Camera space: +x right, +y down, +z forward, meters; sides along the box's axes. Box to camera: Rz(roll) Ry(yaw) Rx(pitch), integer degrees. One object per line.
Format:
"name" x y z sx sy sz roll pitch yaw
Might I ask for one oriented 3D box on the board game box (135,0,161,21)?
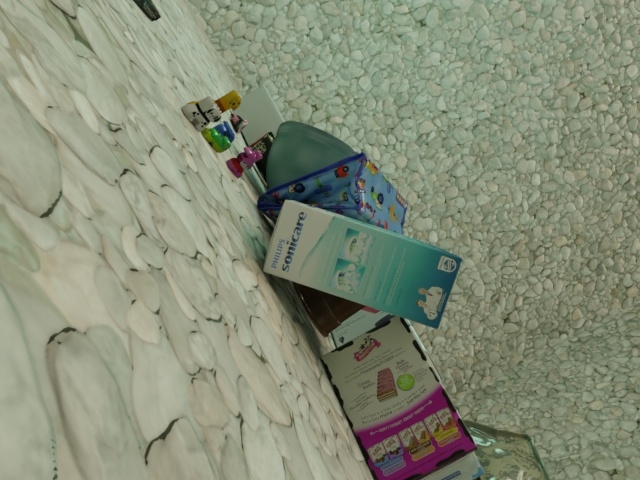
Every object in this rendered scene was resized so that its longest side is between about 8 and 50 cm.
"board game box" -0.391 -0.537 0.994 0.126 0.026 0.186 61 3 6

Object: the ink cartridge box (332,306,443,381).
"ink cartridge box" 0.135 0.242 1.092 0.100 0.171 0.237 59 3 -26

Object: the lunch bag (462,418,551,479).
"lunch bag" 0.316 0.510 0.897 0.287 0.168 0.236 -65 167 -75

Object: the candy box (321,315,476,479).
"candy box" 0.121 0.261 0.810 0.234 0.159 0.071 63 2 30

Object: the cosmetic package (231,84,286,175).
"cosmetic package" -0.167 -0.340 1.747 0.366 0.155 0.197 64 5 31

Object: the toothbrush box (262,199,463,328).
"toothbrush box" 0.065 0.031 0.875 0.295 0.126 0.216 17 4 1

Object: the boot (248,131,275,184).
"boot" -0.094 -0.254 1.506 0.179 0.236 0.085 56 21 -19

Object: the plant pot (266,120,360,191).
"plant pot" -0.025 -0.145 1.310 0.293 0.196 0.293 27 -10 5

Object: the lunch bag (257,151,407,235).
"lunch bag" 0.017 -0.060 1.129 0.221 0.293 0.138 38 53 -48

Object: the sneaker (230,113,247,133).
"sneaker" -0.263 -0.374 1.577 0.057 0.047 0.119 44 5 -22

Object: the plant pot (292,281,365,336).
"plant pot" 0.043 0.091 1.056 0.167 0.165 0.167 60 3 -6

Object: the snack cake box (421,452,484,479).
"snack cake box" 0.188 0.373 0.948 0.089 0.152 0.264 60 3 -2

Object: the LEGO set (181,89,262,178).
"LEGO set" -0.180 -0.228 0.969 0.087 0.093 0.227 62 3 26
